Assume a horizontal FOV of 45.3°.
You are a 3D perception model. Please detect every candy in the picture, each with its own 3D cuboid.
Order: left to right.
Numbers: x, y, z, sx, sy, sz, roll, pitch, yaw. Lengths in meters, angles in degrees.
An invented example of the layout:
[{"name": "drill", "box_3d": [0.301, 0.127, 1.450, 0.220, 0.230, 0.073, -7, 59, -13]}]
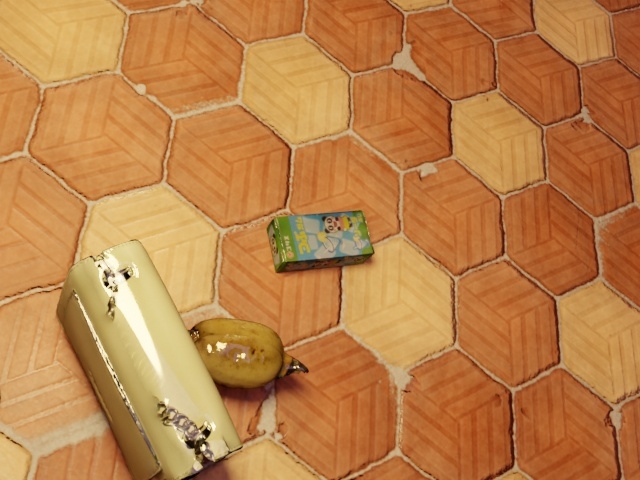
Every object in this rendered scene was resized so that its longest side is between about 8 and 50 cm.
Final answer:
[{"name": "candy", "box_3d": [0.000, 0.000, 1.493, 0.194, 0.062, 0.097, -5, 70, -24]}]

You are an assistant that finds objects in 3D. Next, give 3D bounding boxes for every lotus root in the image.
[{"name": "lotus root", "box_3d": [-0.129, 0.198, 1.320, 0.220, 0.118, 0.125, 16, 50, -18]}]

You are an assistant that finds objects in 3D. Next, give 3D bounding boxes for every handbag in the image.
[{"name": "handbag", "box_3d": [-0.267, 0.202, 1.198, 0.160, 0.237, 0.359, -24, 78, -26]}]
